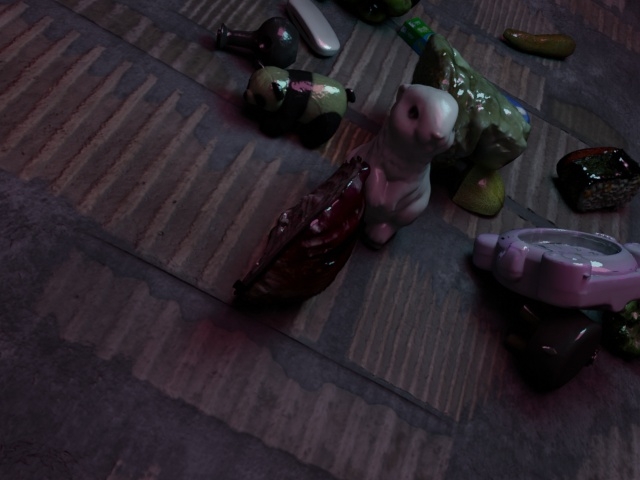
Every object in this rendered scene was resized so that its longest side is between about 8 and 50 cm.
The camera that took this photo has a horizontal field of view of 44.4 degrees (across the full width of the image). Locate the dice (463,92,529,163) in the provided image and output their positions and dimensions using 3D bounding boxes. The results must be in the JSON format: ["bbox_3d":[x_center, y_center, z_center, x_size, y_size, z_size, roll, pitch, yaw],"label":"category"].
[{"bbox_3d":[0.414,-0.270,1.912,0.143,0.146,0.146,28,41,-4],"label":"dice"}]

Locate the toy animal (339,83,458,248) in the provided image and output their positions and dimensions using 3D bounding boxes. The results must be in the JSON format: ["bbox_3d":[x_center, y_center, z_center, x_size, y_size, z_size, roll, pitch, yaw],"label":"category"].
[{"bbox_3d":[0.160,-0.165,1.529,0.194,0.357,0.257,32,43,0],"label":"toy animal"}]

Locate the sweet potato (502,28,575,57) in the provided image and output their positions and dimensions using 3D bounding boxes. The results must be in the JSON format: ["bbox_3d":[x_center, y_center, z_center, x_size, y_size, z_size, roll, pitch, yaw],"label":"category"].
[{"bbox_3d":[0.668,-0.596,2.381,0.274,0.075,0.075,0,55,-26],"label":"sweet potato"}]

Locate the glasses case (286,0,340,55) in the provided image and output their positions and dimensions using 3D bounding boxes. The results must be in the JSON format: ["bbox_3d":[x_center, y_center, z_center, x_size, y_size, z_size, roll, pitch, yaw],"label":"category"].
[{"bbox_3d":[-0.019,-0.531,1.942,0.074,0.049,0.193,-13,61,-37],"label":"glasses case"}]

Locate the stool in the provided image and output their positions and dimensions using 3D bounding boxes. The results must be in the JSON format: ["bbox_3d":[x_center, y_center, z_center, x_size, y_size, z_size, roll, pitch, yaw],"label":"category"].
[{"bbox_3d":[0.468,0.206,1.568,0.153,0.228,0.139,-47,56,-5],"label":"stool"}]

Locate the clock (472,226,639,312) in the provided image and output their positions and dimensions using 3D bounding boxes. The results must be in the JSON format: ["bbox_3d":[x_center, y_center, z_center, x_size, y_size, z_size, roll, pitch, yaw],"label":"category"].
[{"bbox_3d":[0.495,0.046,1.609,0.296,0.113,0.322,-5,16,-28],"label":"clock"}]

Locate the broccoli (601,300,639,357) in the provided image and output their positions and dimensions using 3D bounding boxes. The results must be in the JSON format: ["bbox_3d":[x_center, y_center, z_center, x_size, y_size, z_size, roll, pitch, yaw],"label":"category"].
[{"bbox_3d":[0.753,0.133,1.714,0.295,0.245,0.265,-13,77,-8],"label":"broccoli"}]

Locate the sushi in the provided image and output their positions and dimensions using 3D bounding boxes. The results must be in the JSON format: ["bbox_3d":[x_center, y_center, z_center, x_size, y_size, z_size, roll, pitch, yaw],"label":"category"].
[{"bbox_3d":[0.713,-0.157,1.996,0.225,0.136,0.126,-1,46,-25],"label":"sushi"}]

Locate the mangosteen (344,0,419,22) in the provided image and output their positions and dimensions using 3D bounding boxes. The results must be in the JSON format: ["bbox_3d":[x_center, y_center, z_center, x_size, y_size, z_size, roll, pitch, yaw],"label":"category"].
[{"bbox_3d":[0.172,-0.692,2.086,0.243,0.243,0.242,16,48,-18],"label":"mangosteen"}]

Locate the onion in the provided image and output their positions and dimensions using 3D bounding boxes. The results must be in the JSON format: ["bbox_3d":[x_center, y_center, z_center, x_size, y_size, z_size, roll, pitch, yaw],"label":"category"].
[{"bbox_3d":[0.000,0.000,1.377,0.146,0.280,0.314,46,44,-9],"label":"onion"}]

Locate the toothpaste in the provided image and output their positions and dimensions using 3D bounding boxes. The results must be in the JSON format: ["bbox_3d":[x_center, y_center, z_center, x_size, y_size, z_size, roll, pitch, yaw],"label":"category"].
[{"bbox_3d":[0.323,-0.490,2.105,0.065,0.050,0.266,-30,72,-40],"label":"toothpaste"}]

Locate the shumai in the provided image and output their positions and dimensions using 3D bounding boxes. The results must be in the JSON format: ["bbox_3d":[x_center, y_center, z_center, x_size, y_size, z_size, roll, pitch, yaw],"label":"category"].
[{"bbox_3d":[0.336,-0.286,1.718,0.264,0.303,0.309,6,23,-6],"label":"shumai"}]

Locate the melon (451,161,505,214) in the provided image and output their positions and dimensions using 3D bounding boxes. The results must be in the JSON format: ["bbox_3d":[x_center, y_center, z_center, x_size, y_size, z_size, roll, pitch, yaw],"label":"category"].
[{"bbox_3d":[0.385,-0.128,1.821,0.128,0.079,0.160,40,45,7],"label":"melon"}]

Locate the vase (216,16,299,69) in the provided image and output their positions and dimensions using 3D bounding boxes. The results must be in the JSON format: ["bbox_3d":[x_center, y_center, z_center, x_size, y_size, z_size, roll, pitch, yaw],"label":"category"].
[{"bbox_3d":[-0.142,-0.449,1.769,0.183,0.120,0.120,6,50,-6],"label":"vase"}]

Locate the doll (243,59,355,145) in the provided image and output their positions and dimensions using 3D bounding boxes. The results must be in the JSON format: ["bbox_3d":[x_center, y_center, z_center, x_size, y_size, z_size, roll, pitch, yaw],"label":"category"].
[{"bbox_3d":[-0.051,-0.302,1.679,0.234,0.135,0.143,11,47,-17],"label":"doll"}]
